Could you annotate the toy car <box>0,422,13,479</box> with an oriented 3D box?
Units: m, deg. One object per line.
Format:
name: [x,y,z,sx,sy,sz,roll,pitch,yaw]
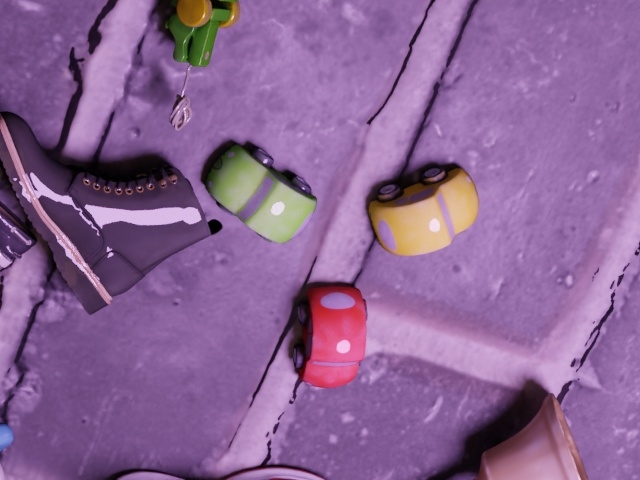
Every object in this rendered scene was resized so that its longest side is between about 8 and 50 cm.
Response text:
toy car: [-0.338,0.171,1.418,0.182,0.159,0.136,22,65,-13]

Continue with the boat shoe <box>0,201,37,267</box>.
boat shoe: [-0.280,-0.033,1.392,0.038,0.046,0.125,-33,116,2]

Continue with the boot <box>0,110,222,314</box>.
boot: [-0.180,-0.050,1.400,0.137,0.077,0.198,-30,127,-5]

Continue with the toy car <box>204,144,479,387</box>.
toy car: [0.000,0.000,1.461,0.225,0.053,0.239,33,100,-21]

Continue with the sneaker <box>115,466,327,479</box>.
sneaker: [-0.078,0.265,1.503,0.221,0.128,0.087,-1,110,-12]

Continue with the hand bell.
hand bell: [0.123,0.239,1.565,0.242,0.126,0.126,-20,114,9]

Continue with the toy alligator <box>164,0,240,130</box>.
toy alligator: [-0.102,-0.185,1.374,0.051,0.056,0.189,30,107,22]
